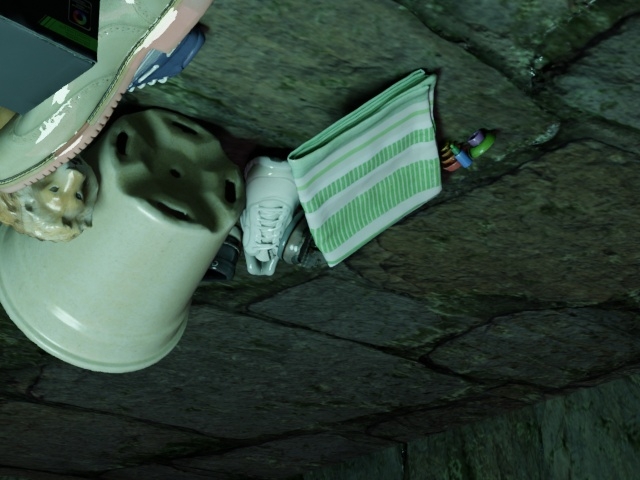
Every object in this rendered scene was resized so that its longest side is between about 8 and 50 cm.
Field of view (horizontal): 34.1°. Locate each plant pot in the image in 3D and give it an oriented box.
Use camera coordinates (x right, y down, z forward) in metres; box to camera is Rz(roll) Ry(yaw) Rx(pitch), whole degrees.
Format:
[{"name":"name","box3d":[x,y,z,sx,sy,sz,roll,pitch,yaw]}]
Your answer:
[{"name":"plant pot","box3d":[-0.278,-0.021,1.566,0.334,0.334,0.305,14,138,-32]}]

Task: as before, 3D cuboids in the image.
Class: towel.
[{"name":"towel","box3d":[0.081,-0.100,1.578,0.248,0.038,0.325,-34,153,-9]}]

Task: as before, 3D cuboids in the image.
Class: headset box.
[{"name":"headset box","box3d":[-0.343,-0.287,0.993,0.131,0.283,0.246,-24,147,36]}]

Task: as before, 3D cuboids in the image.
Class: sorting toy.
[{"name":"sorting toy","box3d":[0.222,-0.146,1.631,0.042,0.061,0.102,46,127,-14]}]

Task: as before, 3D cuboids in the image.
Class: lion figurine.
[{"name":"lion figurine","box3d":[-0.491,-0.117,1.377,0.392,0.240,0.142,3,154,-11]}]

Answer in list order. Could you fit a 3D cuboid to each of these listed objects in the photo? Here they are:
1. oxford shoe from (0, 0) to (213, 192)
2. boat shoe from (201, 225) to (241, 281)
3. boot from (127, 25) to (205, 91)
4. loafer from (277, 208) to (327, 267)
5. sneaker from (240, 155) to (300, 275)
[{"name":"oxford shoe","box3d":[-0.287,-0.225,1.218,0.146,0.140,0.397,35,106,-33]},{"name":"boat shoe","box3d":[-0.310,0.046,1.880,0.340,0.113,0.127,-3,155,0]},{"name":"boot","box3d":[-0.235,-0.217,1.354,0.190,0.069,0.086,-40,143,24]},{"name":"loafer","box3d":[0.000,0.000,1.750,0.084,0.096,0.267,27,-172,9]},{"name":"sneaker","box3d":[-0.081,-0.039,1.723,0.110,0.118,0.292,7,152,-3]}]
